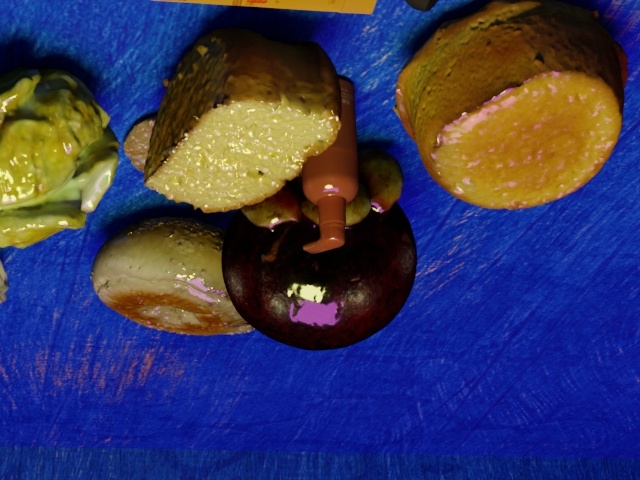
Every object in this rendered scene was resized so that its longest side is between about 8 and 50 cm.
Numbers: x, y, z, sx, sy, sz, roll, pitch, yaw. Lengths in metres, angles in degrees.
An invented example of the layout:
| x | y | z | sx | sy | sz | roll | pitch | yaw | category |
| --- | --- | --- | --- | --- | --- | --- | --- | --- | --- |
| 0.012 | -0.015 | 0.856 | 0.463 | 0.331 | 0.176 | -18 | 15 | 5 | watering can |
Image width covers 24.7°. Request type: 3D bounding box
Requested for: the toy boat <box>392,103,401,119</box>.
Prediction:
| x | y | z | sx | sy | sz | roll | pitch | yaw | category |
| --- | --- | --- | --- | --- | --- | --- | --- | --- | --- |
| 0.195 | -0.170 | 2.090 | 0.200 | 0.077 | 0.057 | 14 | 138 | -27 | toy boat |

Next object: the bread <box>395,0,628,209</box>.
| x | y | z | sx | sy | sz | roll | pitch | yaw | category |
| --- | --- | --- | --- | --- | --- | --- | --- | --- | --- |
| 0.258 | -0.174 | 1.927 | 0.312 | 0.172 | 0.312 | -4 | 141 | -3 | bread |

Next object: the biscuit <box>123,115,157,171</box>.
| x | y | z | sx | sy | sz | roll | pitch | yaw | category |
| --- | --- | --- | --- | --- | --- | --- | --- | --- | --- |
| -0.187 | -0.137 | 2.179 | 0.220 | 0.033 | 0.220 | -1 | 155 | 0 | biscuit |

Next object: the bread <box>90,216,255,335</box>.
| x | y | z | sx | sy | sz | roll | pitch | yaw | category |
| --- | --- | --- | --- | --- | --- | --- | --- | --- | --- |
| -0.227 | 0.057 | 2.426 | 0.305 | 0.158 | 0.305 | 14 | 157 | 6 | bread |

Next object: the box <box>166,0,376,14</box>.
| x | y | z | sx | sy | sz | roll | pitch | yaw | category |
| --- | --- | --- | --- | --- | --- | --- | --- | --- | --- |
| -0.057 | -0.342 | 1.679 | 0.274 | 0.076 | 0.174 | 2 | 157 | -10 | box |

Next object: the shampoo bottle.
| x | y | z | sx | sy | sz | roll | pitch | yaw | category |
| --- | --- | --- | --- | --- | --- | --- | --- | --- | --- |
| 0.011 | -0.105 | 2.010 | 0.085 | 0.244 | 0.085 | 0 | 157 | 0 | shampoo bottle |

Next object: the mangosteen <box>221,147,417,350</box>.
| x | y | z | sx | sy | sz | roll | pitch | yaw | category |
| --- | --- | --- | --- | --- | --- | --- | --- | --- | --- |
| 0.000 | 0.000 | 2.215 | 0.307 | 0.307 | 0.347 | 0 | 125 | -6 | mangosteen |

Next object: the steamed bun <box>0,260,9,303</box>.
| x | y | z | sx | sy | sz | roll | pitch | yaw | category |
| --- | --- | --- | --- | --- | --- | --- | --- | --- | --- |
| -0.617 | 0.064 | 2.497 | 0.183 | 0.106 | 0.183 | -6 | 155 | -3 | steamed bun |

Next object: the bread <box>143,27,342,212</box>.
| x | y | z | sx | sy | sz | roll | pitch | yaw | category |
| --- | --- | --- | --- | --- | --- | --- | --- | --- | --- |
| -0.106 | -0.177 | 1.923 | 0.194 | 0.179 | 0.340 | 12 | 155 | -25 | bread |

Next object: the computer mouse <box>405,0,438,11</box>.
| x | y | z | sx | sy | sz | roll | pitch | yaw | category |
| --- | --- | --- | --- | --- | --- | --- | --- | --- | --- |
| 0.134 | -0.343 | 1.654 | 0.073 | 0.122 | 0.217 | 37 | 160 | 4 | computer mouse |

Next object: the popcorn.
| x | y | z | sx | sy | sz | roll | pitch | yaw | category |
| --- | --- | --- | --- | --- | --- | --- | --- | --- | --- |
| -0.405 | -0.116 | 1.969 | 0.276 | 0.225 | 0.276 | -15 | -168 | 3 | popcorn |
